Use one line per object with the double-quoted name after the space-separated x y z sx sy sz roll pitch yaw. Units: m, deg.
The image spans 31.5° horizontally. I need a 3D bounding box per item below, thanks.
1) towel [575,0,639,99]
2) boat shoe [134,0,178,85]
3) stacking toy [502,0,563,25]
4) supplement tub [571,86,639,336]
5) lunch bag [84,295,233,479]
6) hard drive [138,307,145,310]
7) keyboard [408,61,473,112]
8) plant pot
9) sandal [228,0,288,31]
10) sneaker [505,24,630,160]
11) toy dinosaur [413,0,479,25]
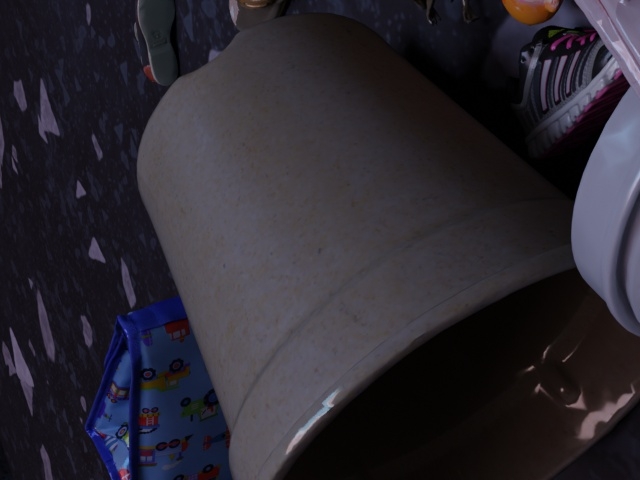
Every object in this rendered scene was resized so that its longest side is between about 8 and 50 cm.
0.201 -0.246 0.431 0.317 0.332 0.053 63 -166 21 "towel"
-0.201 -0.255 1.367 0.043 0.049 0.137 36 138 52 "boat shoe"
0.146 -0.255 0.668 0.301 0.166 0.175 89 166 -45 "stacking toy"
0.285 0.046 0.447 0.331 0.241 0.241 49 142 38 "supplement tub"
-0.119 0.142 1.227 0.138 0.221 0.293 55 146 32 "lunch bag"
-0.186 0.199 1.513 0.255 0.054 0.172 -141 44 -62 "hard drive"
0.052 0.004 0.980 0.201 0.033 0.317 34 124 22 "keyboard"
0.030 0.018 0.792 0.305 0.334 0.333 56 146 33 "plant pot"
-0.055 -0.253 1.103 0.180 0.049 0.072 -16 89 61 "sandal"
0.172 -0.119 0.750 0.074 0.063 0.170 60 154 13 "sneaker"
0.098 -0.223 0.844 0.092 0.053 0.183 62 149 25 "toy dinosaur"
